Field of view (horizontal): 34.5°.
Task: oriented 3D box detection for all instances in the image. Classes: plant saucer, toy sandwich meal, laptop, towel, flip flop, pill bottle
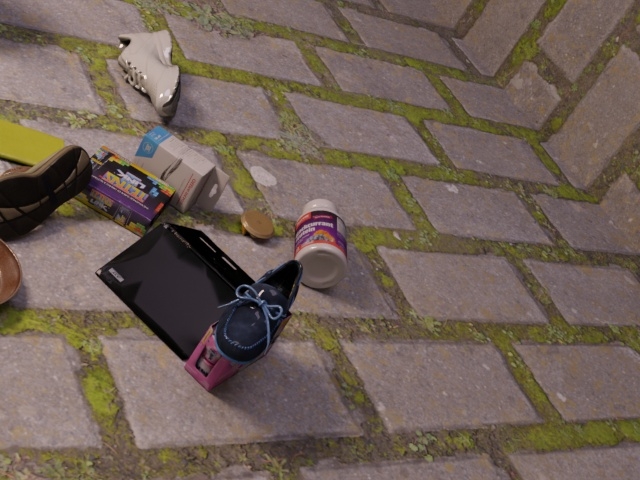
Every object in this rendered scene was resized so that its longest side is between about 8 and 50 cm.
[{"bbox_3d":[-0.571,0.046,1.619,0.198,0.036,0.198,24,32,-16],"label":"plant saucer"},{"bbox_3d":[-0.133,-0.030,2.120,0.085,0.029,0.085,23,37,-19],"label":"toy sandwich meal"},{"bbox_3d":[-0.232,0.091,1.880,0.234,0.136,0.264,43,7,14],"label":"laptop"},{"bbox_3d":[-0.597,-0.187,1.934,0.237,0.021,0.102,16,41,-27],"label":"towel"},{"bbox_3d":[-0.513,-0.091,1.801,0.080,0.112,0.277,9,33,29],"label":"flip flop"},{"bbox_3d":[0.000,0.000,2.119,0.108,0.108,0.193,23,33,-16],"label":"pill bottle"}]

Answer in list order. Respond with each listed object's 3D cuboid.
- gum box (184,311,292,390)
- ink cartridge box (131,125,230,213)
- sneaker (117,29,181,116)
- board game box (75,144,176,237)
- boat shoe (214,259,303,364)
[{"bbox_3d":[-0.141,0.172,1.758,0.062,0.107,0.188,42,33,14],"label":"gum box"},{"bbox_3d":[-0.283,-0.131,2.051,0.180,0.104,0.060,35,31,4],"label":"ink cartridge box"},{"bbox_3d":[-0.386,-0.372,2.318,0.129,0.111,0.297,-1,39,-20],"label":"sneaker"},{"bbox_3d":[-0.379,-0.096,1.972,0.170,0.048,0.141,30,30,-4],"label":"board game box"},{"bbox_3d":[-0.102,0.102,1.699,0.109,0.089,0.258,31,32,-4],"label":"boat shoe"}]
